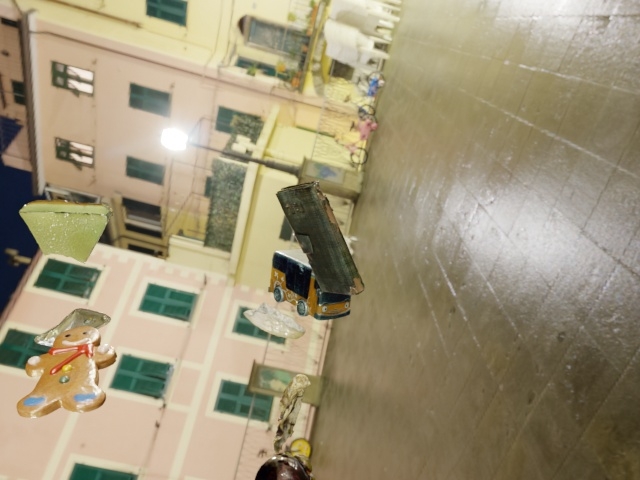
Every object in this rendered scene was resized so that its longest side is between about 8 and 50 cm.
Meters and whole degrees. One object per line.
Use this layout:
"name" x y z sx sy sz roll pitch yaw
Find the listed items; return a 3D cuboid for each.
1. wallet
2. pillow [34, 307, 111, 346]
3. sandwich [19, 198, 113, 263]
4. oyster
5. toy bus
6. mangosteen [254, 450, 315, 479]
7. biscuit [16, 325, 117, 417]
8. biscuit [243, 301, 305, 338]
"wallet" 0.000 0.000 1.289 0.044 0.317 0.169 -37 21 -35
"pillow" -0.724 0.262 1.446 0.217 0.130 0.033 -33 52 18
"sandwich" -0.689 -0.020 1.407 0.212 0.244 0.063 90 -176 -46
"oyster" -0.129 0.662 1.886 0.166 0.094 0.294 92 -159 -62
"toy bus" -0.039 0.152 1.765 0.323 0.161 0.194 20 108 50
"mangosteen" -0.112 0.775 1.550 0.210 0.209 0.210 -166 90 -85
"biscuit" -0.609 0.300 1.195 0.324 0.205 0.049 -119 28 -65
"biscuit" -0.172 0.293 1.782 0.040 0.265 0.188 -59 -38 -33
